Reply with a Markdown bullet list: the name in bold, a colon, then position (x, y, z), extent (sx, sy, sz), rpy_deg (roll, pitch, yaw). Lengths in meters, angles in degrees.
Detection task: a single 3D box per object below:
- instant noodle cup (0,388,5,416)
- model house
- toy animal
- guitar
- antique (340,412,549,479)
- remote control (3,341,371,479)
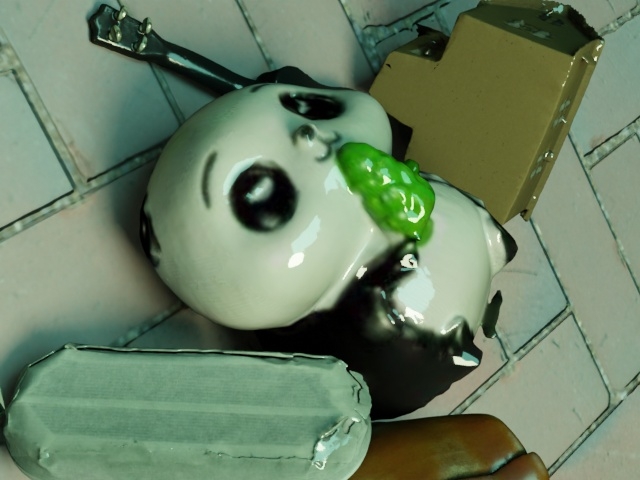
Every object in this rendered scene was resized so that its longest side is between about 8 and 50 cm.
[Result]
- **instant noodle cup**: position (-0.307, 0.047, 0.647), extent (0.178, 0.240, 0.240), rpy_deg (-28, 98, -34)
- **model house**: position (0.171, -0.142, 1.134), extent (0.248, 0.176, 0.181), rpy_deg (-28, 142, -58)
- **toy animal**: position (0.005, -0.003, 0.911), extent (0.267, 0.212, 0.212), rpy_deg (42, 57, -25)
- **guitar**: position (-0.064, -0.126, 0.997), extent (0.271, 0.038, 0.084), rpy_deg (24, 64, -33)
- **antique**: position (0.032, 0.226, 0.893), extent (0.278, 0.129, 0.223), rpy_deg (-33, 147, -10)
- **remote control**: position (-0.090, 0.118, 0.818), extent (0.247, 0.052, 0.104), rpy_deg (1, 48, 1)
